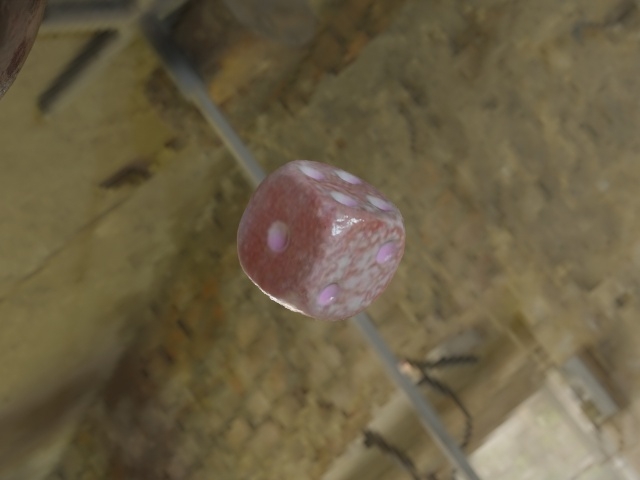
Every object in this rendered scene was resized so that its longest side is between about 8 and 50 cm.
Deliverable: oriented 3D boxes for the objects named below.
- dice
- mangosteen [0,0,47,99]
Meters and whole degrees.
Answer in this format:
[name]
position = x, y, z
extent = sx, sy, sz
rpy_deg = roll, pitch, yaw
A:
[dice]
position = 0.000, 0.000, 1.218
extent = 0.091, 0.093, 0.094
rpy_deg = 4, 120, -47
[mangosteen]
position = -0.225, -0.155, 0.735
extent = 0.228, 0.228, 0.265
rpy_deg = 99, 4, -63
